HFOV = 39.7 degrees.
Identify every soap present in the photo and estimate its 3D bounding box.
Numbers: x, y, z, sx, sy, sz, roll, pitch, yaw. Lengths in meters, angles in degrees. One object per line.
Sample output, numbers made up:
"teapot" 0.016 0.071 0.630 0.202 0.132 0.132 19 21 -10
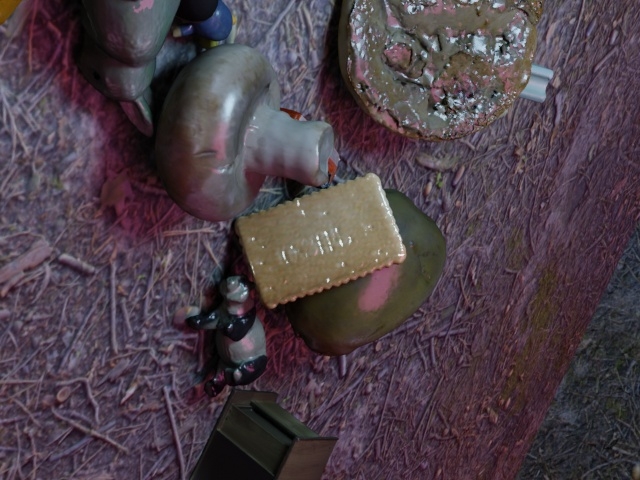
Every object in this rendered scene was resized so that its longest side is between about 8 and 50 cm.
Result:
"soap" 0.311 -0.312 1.628 0.198 0.119 0.067 7 111 -27

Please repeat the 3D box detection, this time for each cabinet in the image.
"cabinet" -0.104 0.411 1.629 0.148 0.174 0.215 16 100 -55

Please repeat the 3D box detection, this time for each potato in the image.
"potato" 0.074 0.047 1.554 0.326 0.221 0.243 -35 135 -23

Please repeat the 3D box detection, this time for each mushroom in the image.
"mushroom" -0.096 -0.135 1.193 0.243 0.243 0.244 -31 135 -36

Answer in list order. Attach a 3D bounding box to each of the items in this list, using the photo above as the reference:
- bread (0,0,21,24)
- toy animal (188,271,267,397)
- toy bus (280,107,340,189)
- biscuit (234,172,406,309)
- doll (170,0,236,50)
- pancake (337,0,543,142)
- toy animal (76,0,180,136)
"bread" -0.359 -0.298 0.855 0.245 0.121 0.174 -56 146 -4
"toy animal" -0.142 0.153 1.471 0.121 0.093 0.225 -39 132 -43
"toy bus" -0.031 -0.145 1.417 0.174 0.079 0.077 38 74 -55
"biscuit" 0.000 0.000 1.424 0.249 0.160 0.030 -20 174 -4
"doll" -0.161 -0.305 1.139 0.102 0.089 0.179 -55 168 -7
"pancake" 0.198 -0.344 1.460 0.386 0.082 0.387 -8 110 -22
"toy animal" -0.236 -0.229 1.067 0.127 0.125 0.251 -55 165 -46
